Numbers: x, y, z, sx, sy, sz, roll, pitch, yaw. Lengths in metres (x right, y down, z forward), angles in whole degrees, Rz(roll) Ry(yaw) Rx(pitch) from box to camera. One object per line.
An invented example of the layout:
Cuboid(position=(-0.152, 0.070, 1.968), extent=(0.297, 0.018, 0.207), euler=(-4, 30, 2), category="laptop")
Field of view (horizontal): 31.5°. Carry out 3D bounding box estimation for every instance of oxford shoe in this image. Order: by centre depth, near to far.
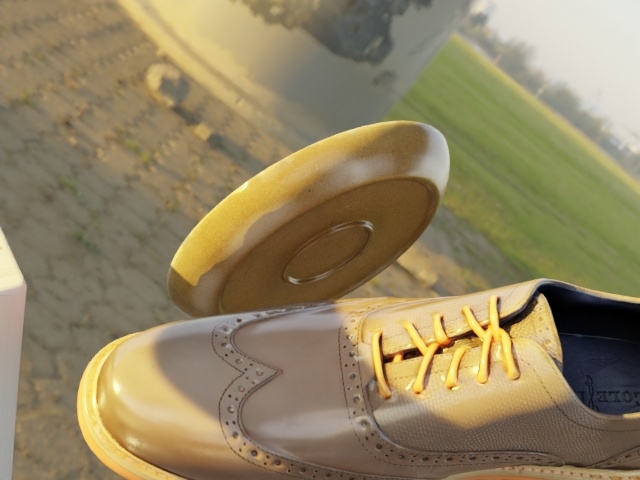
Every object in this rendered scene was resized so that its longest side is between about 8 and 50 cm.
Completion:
Cuboid(position=(0.058, 0.066, 0.604), extent=(0.364, 0.133, 0.130), euler=(0, 55, -16), category="oxford shoe")

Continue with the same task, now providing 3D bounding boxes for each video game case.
Cuboid(position=(-0.231, 0.034, 0.730), extent=(0.023, 0.201, 0.183), euler=(-12, 50, -28), category="video game case")

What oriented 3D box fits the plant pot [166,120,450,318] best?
Cuboid(position=(0.000, 0.000, 0.841), extent=(0.236, 0.236, 0.032), euler=(17, 38, -60), category="plant pot")
